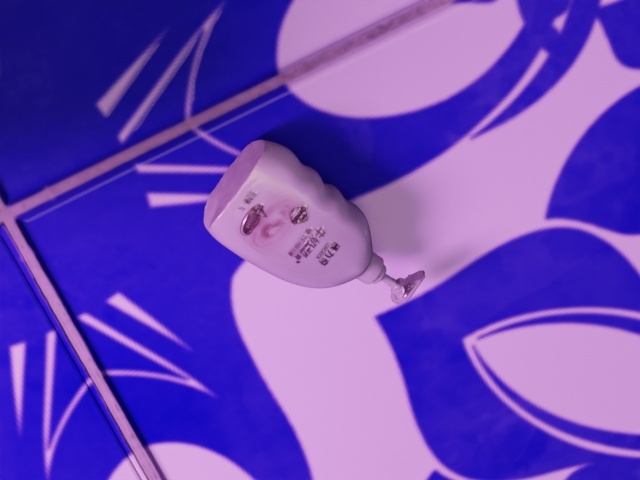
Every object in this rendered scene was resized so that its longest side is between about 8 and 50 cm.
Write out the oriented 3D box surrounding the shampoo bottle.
[{"bbox_3d":[0.000,0.000,1.289,0.152,0.045,0.077,33,102,-24],"label":"shampoo bottle"}]
